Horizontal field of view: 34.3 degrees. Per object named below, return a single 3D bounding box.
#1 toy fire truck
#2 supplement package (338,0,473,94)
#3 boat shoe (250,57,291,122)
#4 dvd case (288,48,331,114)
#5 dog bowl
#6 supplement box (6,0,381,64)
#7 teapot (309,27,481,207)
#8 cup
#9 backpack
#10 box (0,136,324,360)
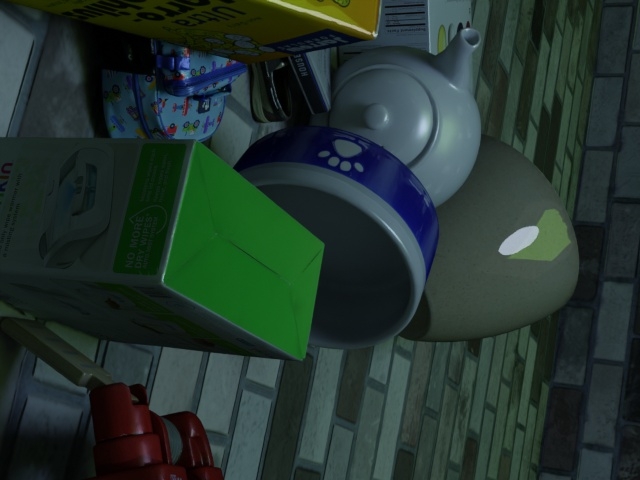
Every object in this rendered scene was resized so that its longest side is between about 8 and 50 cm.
[{"bbox_3d":[-0.181,0.182,0.943,0.217,0.159,0.246,67,11,-75],"label":"toy fire truck"},{"bbox_3d":[0.132,-0.292,1.562,0.194,0.149,0.203,-29,119,-60],"label":"supplement package"},{"bbox_3d":[-0.059,-0.222,1.293,0.056,0.049,0.152,-36,125,-57],"label":"boat shoe"},{"bbox_3d":[-0.032,-0.303,1.300,0.238,0.030,0.179,67,18,-44],"label":"dvd case"},{"bbox_3d":[0.000,0.000,1.204,0.104,0.265,0.264,-64,147,-43],"label":"dog bowl"},{"bbox_3d":[-0.138,-0.278,0.817,0.357,0.194,0.195,7,86,-39],"label":"supplement box"},{"bbox_3d":[0.085,-0.146,1.376,0.187,0.253,0.255,4,91,-74],"label":"teapot"},{"bbox_3d":[0.197,0.027,1.615,0.237,0.331,0.331,-29,123,-30],"label":"cup"},{"bbox_3d":[-0.148,-0.169,1.047,0.158,0.117,0.173,-27,120,-59],"label":"backpack"},{"bbox_3d":[-0.157,0.016,0.922,0.262,0.231,0.126,38,59,-59],"label":"box"}]
